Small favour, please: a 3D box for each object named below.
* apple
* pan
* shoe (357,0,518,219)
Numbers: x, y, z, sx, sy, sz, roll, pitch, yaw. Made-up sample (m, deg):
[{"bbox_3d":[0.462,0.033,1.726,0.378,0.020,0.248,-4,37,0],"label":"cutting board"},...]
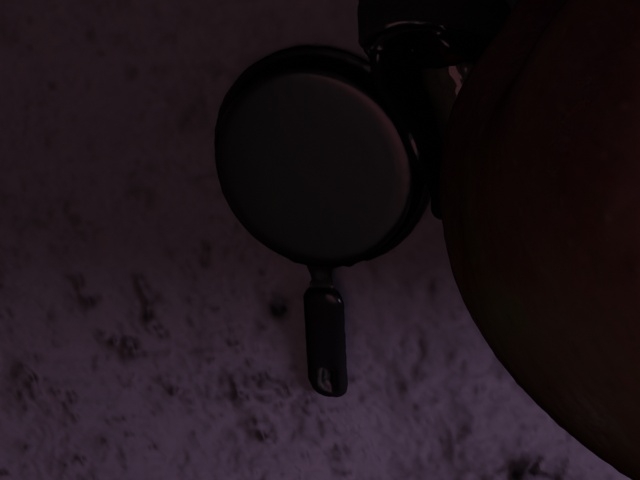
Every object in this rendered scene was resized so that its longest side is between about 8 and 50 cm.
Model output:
[{"bbox_3d":[0.178,-0.031,0.512,0.235,0.306,0.306,36,124,-9],"label":"apple"},{"bbox_3d":[0.000,0.000,0.768,0.136,0.028,0.235,7,119,19],"label":"pan"},{"bbox_3d":[0.062,-0.111,0.635,0.099,0.112,0.227,-12,113,28],"label":"shoe"}]
